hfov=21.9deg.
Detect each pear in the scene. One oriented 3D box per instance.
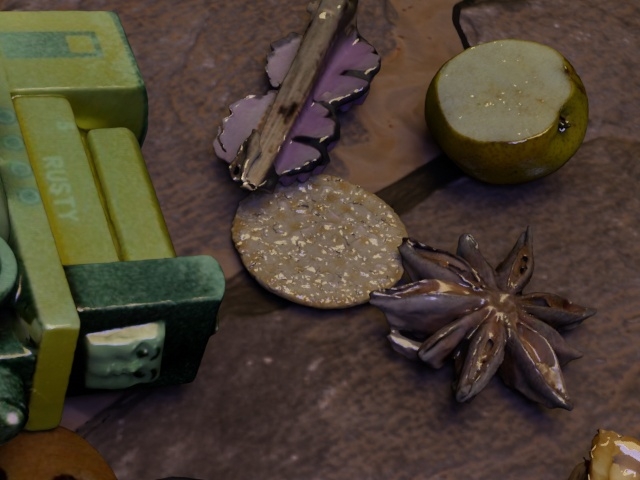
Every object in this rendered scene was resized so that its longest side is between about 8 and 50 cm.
[{"bbox_3d":[0.163,-0.101,1.436,0.141,0.104,0.141,-8,49,9],"label":"pear"}]

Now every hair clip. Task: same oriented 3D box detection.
[{"bbox_3d":[-0.012,-0.135,1.424,0.106,0.084,0.292,19,51,7],"label":"hair clip"}]

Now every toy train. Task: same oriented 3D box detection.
[{"bbox_3d":[-0.229,-0.023,1.229,0.253,0.160,0.397,-4,49,-24],"label":"toy train"}]

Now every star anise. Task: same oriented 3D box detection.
[{"bbox_3d":[0.139,0.067,1.322,0.182,0.065,0.195,-18,55,-32],"label":"star anise"}]

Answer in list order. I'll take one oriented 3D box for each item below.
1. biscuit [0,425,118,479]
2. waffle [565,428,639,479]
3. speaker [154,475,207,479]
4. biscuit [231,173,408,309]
[{"bbox_3d":[-0.217,0.291,1.043,0.283,0.064,0.432,13,50,-5],"label":"biscuit"},{"bbox_3d":[0.249,0.300,1.147,0.213,0.091,0.308,19,49,1],"label":"waffle"},{"bbox_3d":[-0.007,0.293,0.988,0.254,0.184,0.232,12,50,-23],"label":"speaker"},{"bbox_3d":[0.000,0.000,1.361,0.152,0.020,0.152,6,48,-7],"label":"biscuit"}]
